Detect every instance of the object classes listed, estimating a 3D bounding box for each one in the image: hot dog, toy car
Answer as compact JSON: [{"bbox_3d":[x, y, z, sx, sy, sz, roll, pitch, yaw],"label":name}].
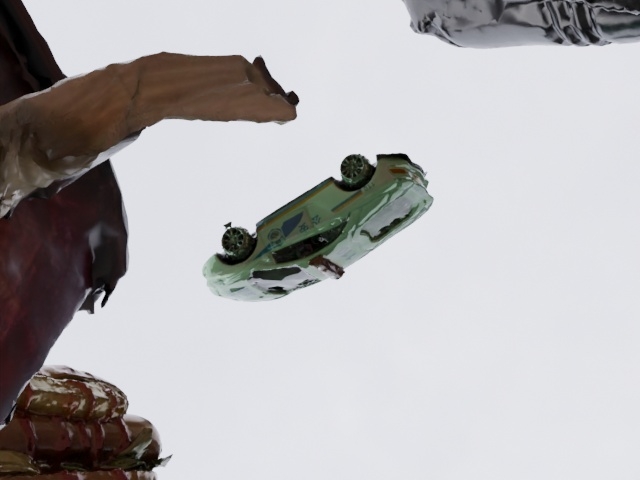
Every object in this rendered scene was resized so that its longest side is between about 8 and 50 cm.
[{"bbox_3d":[-0.165,0.103,0.868,0.250,0.076,0.104,3,-128,-47],"label":"hot dog"},{"bbox_3d":[0.000,0.000,1.323,0.186,0.093,0.058,-31,-116,13],"label":"toy car"}]

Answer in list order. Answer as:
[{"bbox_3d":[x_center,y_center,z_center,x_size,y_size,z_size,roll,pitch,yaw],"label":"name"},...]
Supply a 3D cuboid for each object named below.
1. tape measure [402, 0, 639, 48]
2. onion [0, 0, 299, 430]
[{"bbox_3d":[0.138,-0.149,0.692,0.199,0.186,0.112,-36,-62,-37],"label":"tape measure"},{"bbox_3d":[-0.209,0.012,0.536,0.256,0.272,0.230,41,-140,13],"label":"onion"}]
